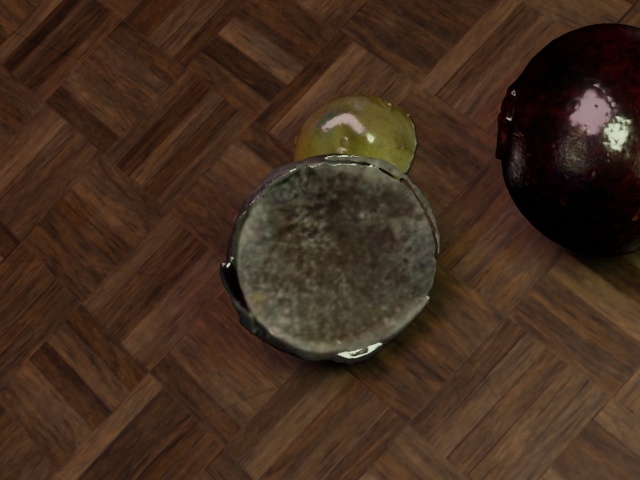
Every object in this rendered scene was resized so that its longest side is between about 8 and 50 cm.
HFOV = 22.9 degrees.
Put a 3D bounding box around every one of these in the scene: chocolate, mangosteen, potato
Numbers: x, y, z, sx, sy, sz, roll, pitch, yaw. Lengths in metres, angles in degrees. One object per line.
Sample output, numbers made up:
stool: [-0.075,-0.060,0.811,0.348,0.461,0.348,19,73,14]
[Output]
chocolate: [0.000,0.000,2.204,0.303,0.303,0.213,-39,20,2]
mangosteen: [0.403,-0.129,2.048,0.346,0.307,0.307,6,61,1]
potato: [0.033,-0.153,2.362,0.202,0.117,0.182,-11,60,22]
